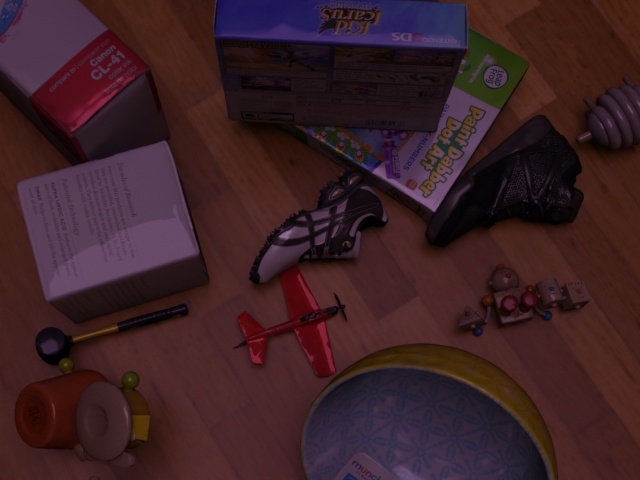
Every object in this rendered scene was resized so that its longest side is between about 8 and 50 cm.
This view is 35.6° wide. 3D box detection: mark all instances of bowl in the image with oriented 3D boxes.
[{"bbox_3d":[0.137,0.222,1.143,0.289,0.289,0.156,30,35,6],"label":"bowl"}]

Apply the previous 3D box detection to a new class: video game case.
[{"bbox_3d":[0.020,-0.203,1.164,0.270,0.244,0.061,3,76,-1],"label":"video game case"}]

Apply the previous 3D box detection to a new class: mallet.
[{"bbox_3d":[-0.257,0.107,1.226,0.190,0.062,0.039,-17,75,-6],"label":"mallet"}]

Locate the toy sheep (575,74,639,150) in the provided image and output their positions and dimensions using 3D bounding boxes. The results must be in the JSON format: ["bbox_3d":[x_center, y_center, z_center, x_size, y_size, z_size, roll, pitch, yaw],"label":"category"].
[{"bbox_3d":[0.391,-0.161,1.301,0.132,0.091,0.091,-31,78,6],"label":"toy sheep"}]

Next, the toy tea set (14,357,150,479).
[{"bbox_3d":[-0.263,0.301,1.156,0.200,0.124,0.336,11,94,36],"label":"toy tea set"}]

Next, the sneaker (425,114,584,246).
[{"bbox_3d":[0.244,-0.049,1.265,0.227,0.087,0.130,-38,73,-15],"label":"sneaker"}]

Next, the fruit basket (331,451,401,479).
[{"bbox_3d":[0.103,0.426,1.076,0.353,0.165,0.327,31,115,-3],"label":"fruit basket"}]

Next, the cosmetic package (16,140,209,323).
[{"bbox_3d":[-0.245,-0.006,1.210,0.184,0.151,0.151,-17,76,-6],"label":"cosmetic package"}]

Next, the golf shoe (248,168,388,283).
[{"bbox_3d":[0.000,0.000,1.253,0.198,0.077,0.094,-41,82,-10],"label":"golf shoe"}]

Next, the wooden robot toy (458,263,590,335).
[{"bbox_3d":[0.246,0.060,1.250,0.173,0.076,0.079,-12,66,-5],"label":"wooden robot toy"}]

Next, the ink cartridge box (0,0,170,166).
[{"bbox_3d":[-0.341,-0.227,1.226,0.131,0.226,0.306,-43,81,-11],"label":"ink cartridge box"}]

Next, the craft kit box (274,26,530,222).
[{"bbox_3d":[0.107,-0.192,1.317,0.247,0.061,0.249,32,78,4],"label":"craft kit box"}]

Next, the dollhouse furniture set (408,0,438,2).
[{"bbox_3d":[0.015,-0.362,1.301,0.259,0.135,0.262,-14,48,-1],"label":"dollhouse furniture set"}]

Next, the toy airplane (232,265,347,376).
[{"bbox_3d":[-0.040,0.105,1.250,0.151,0.028,0.151,0,74,-1],"label":"toy airplane"}]
